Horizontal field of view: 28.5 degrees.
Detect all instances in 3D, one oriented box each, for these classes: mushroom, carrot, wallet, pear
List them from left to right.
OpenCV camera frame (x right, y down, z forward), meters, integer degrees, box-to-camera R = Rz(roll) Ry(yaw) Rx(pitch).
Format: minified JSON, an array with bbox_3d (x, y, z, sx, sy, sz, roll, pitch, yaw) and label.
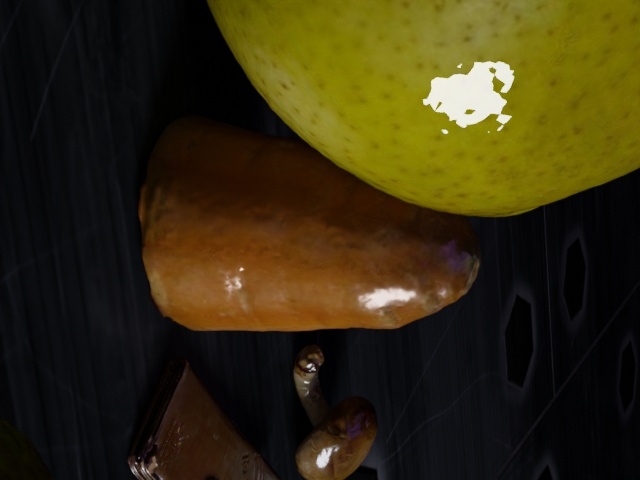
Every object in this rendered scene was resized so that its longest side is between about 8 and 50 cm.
[{"bbox_3d":[-0.082,0.173,0.948,0.176,0.026,0.095,61,42,-44],"label":"wallet"},{"bbox_3d":[0.000,0.000,0.892,0.159,0.225,0.159,-30,124,-59],"label":"carrot"},{"bbox_3d":[0.009,0.153,1.080,0.088,0.073,0.129,-28,118,-31],"label":"mushroom"},{"bbox_3d":[0.083,-0.216,0.779,0.418,0.362,0.362,64,33,-12],"label":"pear"}]

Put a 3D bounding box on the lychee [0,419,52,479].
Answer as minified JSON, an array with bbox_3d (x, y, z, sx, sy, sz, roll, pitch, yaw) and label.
[{"bbox_3d":[-0.183,0.158,0.653,0.114,0.114,0.146,38,40,-58],"label":"lychee"}]
